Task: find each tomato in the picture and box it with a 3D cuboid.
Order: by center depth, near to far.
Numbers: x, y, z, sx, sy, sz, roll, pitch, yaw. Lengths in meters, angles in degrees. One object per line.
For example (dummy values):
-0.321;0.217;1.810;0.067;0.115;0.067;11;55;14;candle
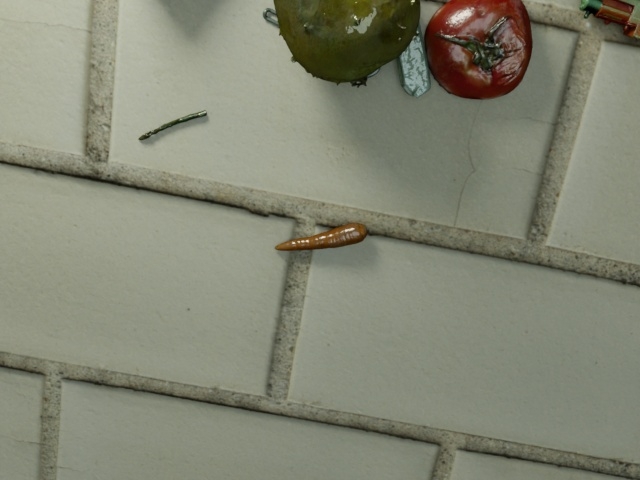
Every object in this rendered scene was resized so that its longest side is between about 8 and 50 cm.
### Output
0.329;-0.390;1.311;0.227;0.101;0.228;0;110;0;tomato

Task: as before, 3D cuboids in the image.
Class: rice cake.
0.179;-0.395;1.328;0.063;0.069;0.207;-12;103;6;rice cake

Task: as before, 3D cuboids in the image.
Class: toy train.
0.600;-0.473;1.298;0.175;0.074;0.118;15;110;-6;toy train

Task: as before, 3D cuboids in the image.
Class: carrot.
0.000;0.000;1.461;0.216;0.048;0.048;-12;106;10;carrot

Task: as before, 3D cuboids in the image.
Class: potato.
0.023;-0.470;1.221;0.269;0.219;0.359;-34;80;30;potato

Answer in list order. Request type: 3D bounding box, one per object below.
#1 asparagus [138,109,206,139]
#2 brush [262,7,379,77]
-0.320;-0.247;1.402;0.162;0.016;0.016;-20;124;5;asparagus
0.004;-0.414;1.348;0.266;0.027;0.062;26;105;-3;brush
